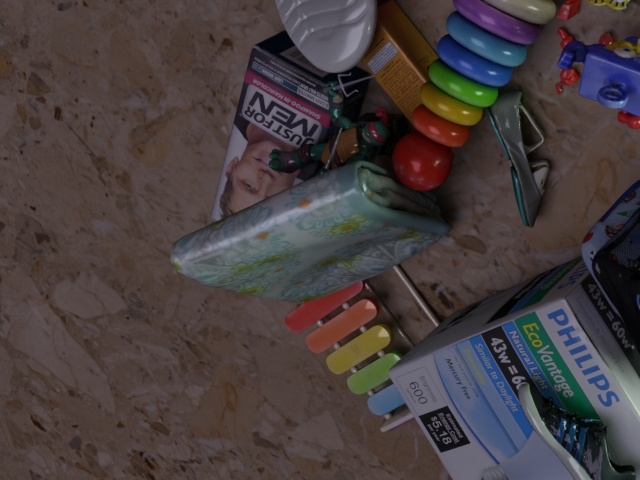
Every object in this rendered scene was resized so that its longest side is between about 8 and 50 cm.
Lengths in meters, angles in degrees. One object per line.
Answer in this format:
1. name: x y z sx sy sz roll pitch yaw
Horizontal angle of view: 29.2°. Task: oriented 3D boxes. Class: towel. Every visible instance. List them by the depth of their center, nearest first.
1. towel: 0.000 0.000 1.876 0.320 0.374 0.090 -25 71 21

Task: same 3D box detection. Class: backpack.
1. backpack: 0.499 0.023 1.631 0.213 0.263 0.276 43 173 49

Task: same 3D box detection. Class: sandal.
1. sandal: -0.005 -0.456 1.859 0.169 0.102 0.416 -24 82 33

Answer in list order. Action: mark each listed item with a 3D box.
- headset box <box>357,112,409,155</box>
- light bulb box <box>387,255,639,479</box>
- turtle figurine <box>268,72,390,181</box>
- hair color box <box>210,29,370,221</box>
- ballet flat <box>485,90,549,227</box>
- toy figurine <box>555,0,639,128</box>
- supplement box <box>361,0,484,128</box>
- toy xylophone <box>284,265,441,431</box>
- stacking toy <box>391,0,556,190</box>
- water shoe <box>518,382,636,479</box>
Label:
1. headset box: 0.105 -0.170 1.969 0.083 0.032 0.062 5 116 33
2. light bulb box: 0.366 0.244 1.867 0.361 0.225 0.358 -30 94 42
3. turtle figurine: 0.024 -0.138 1.862 0.118 0.175 0.234 30 134 -31
4. hair color box: -0.055 -0.152 2.046 0.174 0.105 0.347 31 128 19
5. ballet flat: 0.306 -0.121 1.831 0.068 0.072 0.213 -18 106 9
6. toy figurine: 0.433 -0.186 1.604 0.362 0.217 0.191 27 126 23
7. supplement box: 0.142 -0.250 1.873 0.233 0.078 0.080 51 131 4
8. toy xylophone: 0.089 0.160 2.117 0.322 0.081 0.236 48 131 5
9. stacking toy: 0.198 -0.221 1.754 0.141 0.141 0.330 34 113 17
10. water shoe: 0.357 0.268 1.704 0.080 0.073 0.203 -39 87 14
